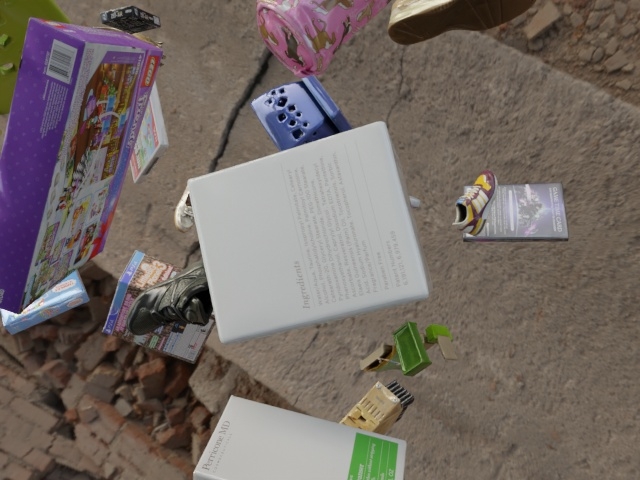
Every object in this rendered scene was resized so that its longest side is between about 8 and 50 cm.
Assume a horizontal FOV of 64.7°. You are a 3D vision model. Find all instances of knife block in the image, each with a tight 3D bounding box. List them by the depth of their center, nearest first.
[{"bbox_3d":[0.174,0.547,1.551,0.275,0.242,0.088,-42,57,-19],"label":"knife block"}]

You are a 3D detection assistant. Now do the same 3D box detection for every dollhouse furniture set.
[{"bbox_3d":[0.299,0.424,1.731,0.301,0.197,0.151,-48,42,37],"label":"dollhouse furniture set"}]

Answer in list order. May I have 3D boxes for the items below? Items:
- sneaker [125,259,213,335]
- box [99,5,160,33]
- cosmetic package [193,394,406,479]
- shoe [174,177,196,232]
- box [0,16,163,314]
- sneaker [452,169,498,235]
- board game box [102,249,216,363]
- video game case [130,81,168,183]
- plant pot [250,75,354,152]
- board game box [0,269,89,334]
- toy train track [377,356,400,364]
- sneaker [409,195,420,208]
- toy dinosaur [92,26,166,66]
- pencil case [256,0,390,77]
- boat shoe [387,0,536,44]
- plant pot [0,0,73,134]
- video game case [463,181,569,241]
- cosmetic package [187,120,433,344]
[{"bbox_3d":[-0.304,0.141,1.042,0.227,0.130,0.087,-30,124,0],"label":"sneaker"},{"bbox_3d":[-0.337,-0.393,0.901,0.067,0.083,0.018,-4,98,17],"label":"box"},{"bbox_3d":[-0.036,0.457,0.962,0.365,0.197,0.155,12,121,6],"label":"cosmetic package"},{"bbox_3d":[-0.470,-0.131,1.811,0.058,0.076,0.219,-35,41,50],"label":"shoe"},{"bbox_3d":[-0.278,-0.088,0.572,0.057,0.201,0.293,23,108,-5],"label":"box"},{"bbox_3d":[0.407,-0.109,1.337,0.083,0.069,0.186,21,79,-20],"label":"sneaker"},{"bbox_3d":[-0.461,0.203,1.507,0.290,0.141,0.232,23,124,-13],"label":"board game box"},{"bbox_3d":[-0.470,-0.291,1.335,0.285,0.025,0.204,-24,78,55],"label":"video game case"},{"bbox_3d":[-0.038,-0.358,1.552,0.212,0.236,0.236,-36,67,10],"label":"plant pot"},{"bbox_3d":[-0.614,0.087,1.099,0.160,0.039,0.211,-25,49,-21],"label":"board game box"},{"bbox_3d":[0.205,0.365,1.509,0.083,0.048,0.014,20,76,-28],"label":"toy train track"},{"bbox_3d":[0.233,-0.124,1.753,0.258,0.094,0.091,15,98,46],"label":"sneaker"},{"bbox_3d":[-0.366,-0.399,1.012,0.183,0.092,0.053,35,96,26],"label":"toy dinosaur"},{"bbox_3d":[0.051,-0.478,0.949,0.167,0.160,0.386,40,76,15],"label":"pencil case"},{"bbox_3d":[0.321,-0.560,1.173,0.341,0.121,0.110,-3,68,26],"label":"boat shoe"},{"bbox_3d":[-0.453,-0.277,0.621,0.207,0.227,0.228,-42,82,-7],"label":"plant pot"},{"bbox_3d":[0.551,-0.081,1.447,0.274,0.026,0.196,0,56,17],"label":"video game case"},{"bbox_3d":[0.000,0.000,1.045,0.393,0.329,0.328,-15,84,12],"label":"cosmetic package"}]
